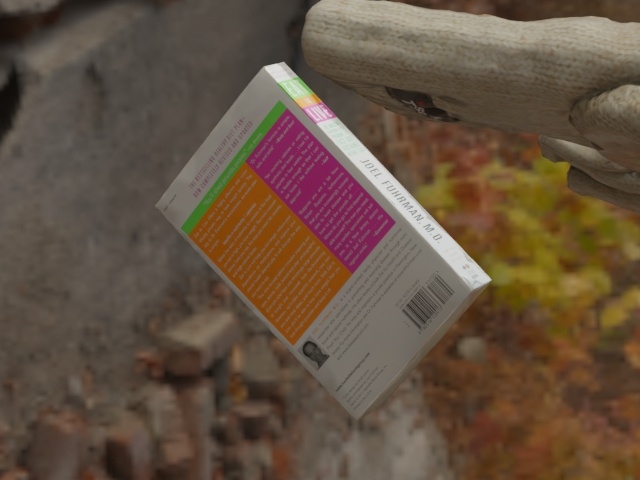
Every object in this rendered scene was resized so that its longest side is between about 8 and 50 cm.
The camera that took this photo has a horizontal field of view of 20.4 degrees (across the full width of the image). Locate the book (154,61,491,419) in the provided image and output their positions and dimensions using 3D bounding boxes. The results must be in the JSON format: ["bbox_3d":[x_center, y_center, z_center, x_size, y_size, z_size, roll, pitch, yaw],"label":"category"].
[{"bbox_3d":[0.000,0.000,0.834,0.144,0.096,0.035,48,34,14],"label":"book"}]

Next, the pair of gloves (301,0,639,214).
[{"bbox_3d":[0.133,-0.021,0.476,0.240,0.204,0.042,18,88,-57],"label":"pair of gloves"}]
